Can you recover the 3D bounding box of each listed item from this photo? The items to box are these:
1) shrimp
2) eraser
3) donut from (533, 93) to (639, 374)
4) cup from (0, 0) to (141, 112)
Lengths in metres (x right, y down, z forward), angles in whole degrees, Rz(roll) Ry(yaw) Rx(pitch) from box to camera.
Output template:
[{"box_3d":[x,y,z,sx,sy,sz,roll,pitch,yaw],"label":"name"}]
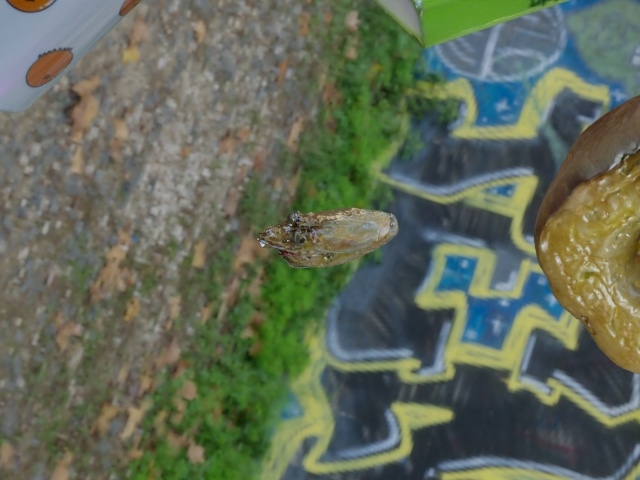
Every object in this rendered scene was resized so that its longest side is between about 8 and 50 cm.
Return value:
[{"box_3d":[0.000,0.001,1.543,0.154,0.062,0.294,-32,158,28],"label":"shrimp"},{"box_3d":[0.210,-0.369,1.497,0.210,0.274,0.092,-122,-164,-46],"label":"eraser"},{"box_3d":[0.354,-0.010,1.027,0.150,0.299,0.317,-39,149,-46],"label":"donut"},{"box_3d":[-0.188,-0.277,0.839,0.317,0.212,0.212,-39,177,12],"label":"cup"}]
